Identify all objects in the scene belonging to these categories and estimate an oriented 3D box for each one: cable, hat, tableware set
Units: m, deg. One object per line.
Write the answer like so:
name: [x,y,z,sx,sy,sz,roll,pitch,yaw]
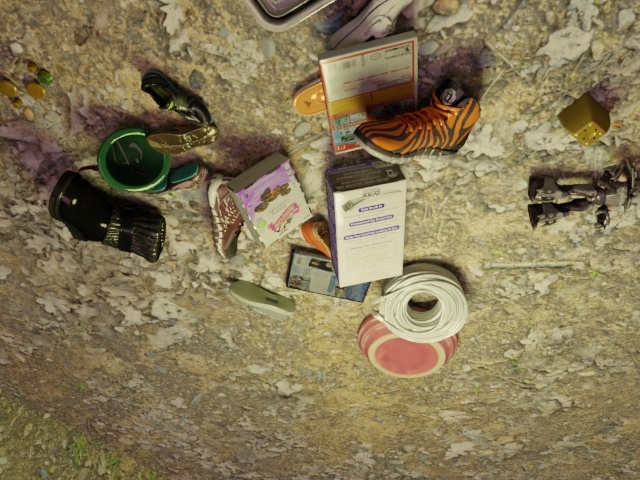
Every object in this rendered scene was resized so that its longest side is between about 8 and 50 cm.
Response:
cable: [0.303,0.190,1.723,0.257,0.089,0.257,-37,109,21]
hat: [-0.522,-0.233,1.544,0.209,0.183,0.172,-1,111,-28]
tableware set: [-0.734,-0.385,1.437,0.104,0.024,0.154,36,128,-27]

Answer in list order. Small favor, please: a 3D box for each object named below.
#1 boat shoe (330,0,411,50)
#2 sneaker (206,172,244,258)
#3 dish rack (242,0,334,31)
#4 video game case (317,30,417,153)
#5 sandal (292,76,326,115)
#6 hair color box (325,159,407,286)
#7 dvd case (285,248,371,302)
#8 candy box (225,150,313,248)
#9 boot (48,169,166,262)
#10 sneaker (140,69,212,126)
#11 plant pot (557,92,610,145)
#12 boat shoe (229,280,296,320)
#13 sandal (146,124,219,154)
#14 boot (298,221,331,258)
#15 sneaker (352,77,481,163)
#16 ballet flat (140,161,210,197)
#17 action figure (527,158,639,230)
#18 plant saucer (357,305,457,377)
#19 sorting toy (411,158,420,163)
boat shoe: [0.121,-0.440,1.184,0.226,0.083,0.075,-28,87,43]
sneaker: [-0.214,-0.056,1.604,0.163,0.106,0.281,2,133,4]
dish rack: [-0.077,-0.593,1.090,0.286,0.072,0.332,-22,126,26]
video game case: [0.112,-0.313,1.272,0.204,0.025,0.285,-14,146,0]
sandal: [0.048,-0.337,1.308,0.265,0.076,0.102,-24,125,29]
hair color box: [0.119,-0.040,1.526,0.185,0.110,0.338,-11,135,-7]
dvd case: [0.027,0.111,1.765,0.253,0.022,0.180,12,141,-2]
candy box: [-0.128,-0.104,1.504,0.165,0.070,0.196,-36,131,-15]
boot: [-0.567,-0.060,1.597,0.260,0.131,0.348,18,162,0]
sneaker: [-0.347,-0.326,1.385,0.188,0.078,0.067,34,129,-23]
plant pot: [0.589,-0.258,1.285,0.082,0.083,0.081,33,130,-19]
boat shoe: [-0.195,0.204,1.863,0.228,0.079,0.081,22,129,-16]
sandal: [-0.346,-0.265,1.470,0.180,0.049,0.072,-12,137,1]
boot: [0.000,0.000,1.661,0.085,0.059,0.158,1,143,37]
sneaker: [0.221,-0.270,1.262,0.321,0.124,0.180,-9,140,-40]
ballet flat: [-0.395,-0.156,1.569,0.222,0.076,0.079,-13,152,20]
action figure: [0.657,-0.104,1.414,0.285,0.099,0.185,-7,126,12]
plant saucer: [0.286,0.352,1.919,0.333,0.084,0.332,5,134,5]
sorting toy: [0.240,-0.220,1.430,0.083,0.012,0.062,19,129,-4]
